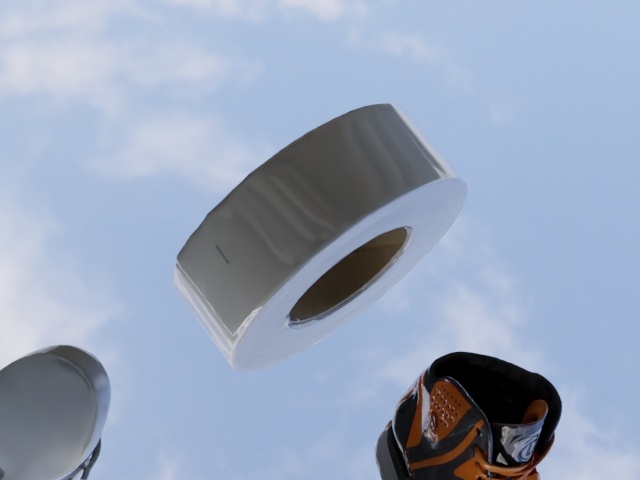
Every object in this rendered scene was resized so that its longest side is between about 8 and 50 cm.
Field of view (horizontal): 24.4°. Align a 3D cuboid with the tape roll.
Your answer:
[{"bbox_3d":[0.000,0.000,1.407,0.286,0.286,0.100,-33,-106,-17],"label":"tape roll"}]

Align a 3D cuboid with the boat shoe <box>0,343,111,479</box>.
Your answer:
[{"bbox_3d":[-0.253,0.183,1.357,0.113,0.306,0.105,40,-140,10],"label":"boat shoe"}]

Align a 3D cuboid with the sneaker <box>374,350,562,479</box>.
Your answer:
[{"bbox_3d":[0.157,0.233,1.255,0.125,0.180,0.321,-12,-126,-32],"label":"sneaker"}]
